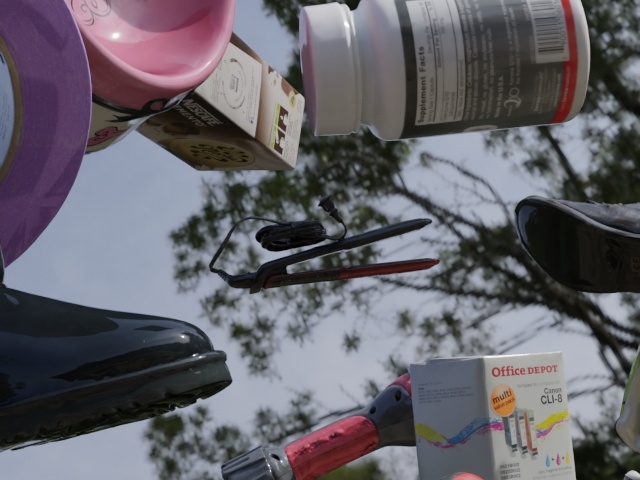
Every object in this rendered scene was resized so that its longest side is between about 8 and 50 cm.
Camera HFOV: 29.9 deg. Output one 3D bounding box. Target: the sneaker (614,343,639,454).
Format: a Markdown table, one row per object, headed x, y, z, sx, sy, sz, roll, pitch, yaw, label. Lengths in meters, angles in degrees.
| x | y | z | sx | sy | sz | roll | pitch | yaw | label |
| --- | --- | --- | --- | --- | --- | --- | --- | --- | --- |
| 0.361 | 0.065 | 1.002 | 0.147 | 0.145 | 0.385 | -36 | -29 | -31 | sneaker |

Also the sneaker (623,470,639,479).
| x | y | z | sx | sy | sz | roll | pitch | yaw | label |
| --- | --- | --- | --- | --- | --- | --- | --- | --- | --- |
| 0.356 | 0.334 | 1.319 | 0.064 | 0.158 | 0.061 | -20 | -19 | 7 | sneaker |

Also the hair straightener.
| x | y | z | sx | sy | sz | roll | pitch | yaw | label |
| --- | --- | --- | --- | --- | --- | --- | --- | --- | --- |
| 0.000 | 0.000 | 1.199 | 0.230 | 0.089 | 0.047 | -8 | -3 | 3 | hair straightener |

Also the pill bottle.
| x | y | z | sx | sy | sz | roll | pitch | yaw | label |
| --- | --- | --- | --- | --- | --- | --- | --- | --- | --- |
| 0.125 | -0.191 | 1.273 | 0.283 | 0.161 | 0.161 | -6 | -40 | -6 | pill bottle |

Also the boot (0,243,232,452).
| x | y | z | sx | sy | sz | roll | pitch | yaw | label |
| --- | --- | --- | --- | --- | --- | --- | --- | --- | --- |
| -0.184 | 0.011 | 0.647 | 0.246 | 0.207 | 0.094 | -13 | -9 | 11 | boot |

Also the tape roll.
| x | y | z | sx | sy | sz | roll | pitch | yaw | label |
| --- | --- | --- | --- | --- | --- | --- | --- | --- | --- |
| -0.280 | -0.090 | 0.710 | 0.274 | 0.090 | 0.275 | -12 | -57 | -19 | tape roll |

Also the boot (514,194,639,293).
| x | y | z | sx | sy | sz | roll | pitch | yaw | label |
| --- | --- | --- | --- | --- | --- | --- | --- | --- | --- |
| 0.367 | -0.025 | 1.275 | 0.229 | 0.263 | 0.091 | -35 | -47 | -38 | boot |

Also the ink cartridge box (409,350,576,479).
| x | y | z | sx | sy | sz | roll | pitch | yaw | label |
| --- | --- | --- | --- | --- | --- | --- | --- | --- | --- |
| 0.191 | 0.214 | 1.330 | 0.128 | 0.176 | 0.127 | 0 | -9 | -35 | ink cartridge box |

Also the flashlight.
| x | y | z | sx | sy | sz | roll | pitch | yaw | label |
| --- | --- | --- | --- | --- | --- | --- | --- | --- | --- |
| 0.031 | 0.246 | 1.453 | 0.304 | 0.103 | 0.103 | -24 | -50 | -5 | flashlight |

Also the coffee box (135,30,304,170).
| x | y | z | sx | sy | sz | roll | pitch | yaw | label |
| --- | --- | --- | --- | --- | --- | --- | --- | --- | --- |
| -0.161 | -0.194 | 1.618 | 0.168 | 0.119 | 0.297 | 1 | -15 | 24 | coffee box |

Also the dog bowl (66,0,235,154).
| x | y | z | sx | sy | sz | roll | pitch | yaw | label |
| --- | --- | --- | --- | --- | --- | --- | --- | --- | --- |
| -0.243 | -0.301 | 1.244 | 0.150 | 0.408 | 0.408 | -12 | -30 | 32 | dog bowl |

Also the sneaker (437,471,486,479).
| x | y | z | sx | sy | sz | roll | pitch | yaw | label |
| --- | --- | --- | --- | --- | --- | --- | --- | --- | --- |
| 0.081 | 0.275 | 0.681 | 0.097 | 0.135 | 0.276 | 44 | -116 | -50 | sneaker |
